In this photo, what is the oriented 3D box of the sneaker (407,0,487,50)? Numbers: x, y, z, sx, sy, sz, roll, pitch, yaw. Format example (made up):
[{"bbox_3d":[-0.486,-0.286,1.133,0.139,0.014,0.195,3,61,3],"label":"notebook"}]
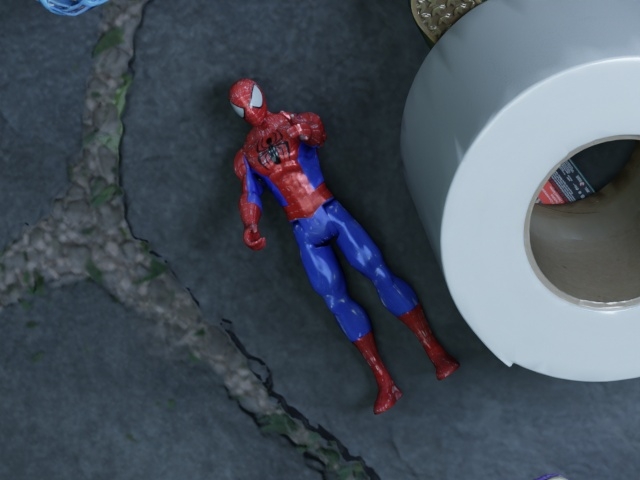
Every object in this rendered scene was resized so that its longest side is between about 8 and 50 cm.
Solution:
[{"bbox_3d":[0.120,-0.143,1.385,0.064,0.086,0.192,-28,123,10],"label":"sneaker"}]

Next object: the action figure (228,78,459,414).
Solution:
[{"bbox_3d":[0.000,0.000,1.400,0.091,0.139,0.280,-31,89,13],"label":"action figure"}]

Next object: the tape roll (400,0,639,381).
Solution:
[{"bbox_3d":[0.188,-0.046,1.293,0.246,0.169,0.246,-3,117,-6],"label":"tape roll"}]

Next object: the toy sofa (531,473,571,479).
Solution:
[{"bbox_3d":[0.280,0.311,1.383,0.362,0.150,0.177,27,98,6],"label":"toy sofa"}]

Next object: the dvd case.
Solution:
[{"bbox_3d":[0.147,-0.023,1.407,0.119,0.013,0.087,-35,118,13],"label":"dvd case"}]

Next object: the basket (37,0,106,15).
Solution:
[{"bbox_3d":[-0.207,-0.289,1.311,0.255,0.289,0.201,42,116,-1],"label":"basket"}]
